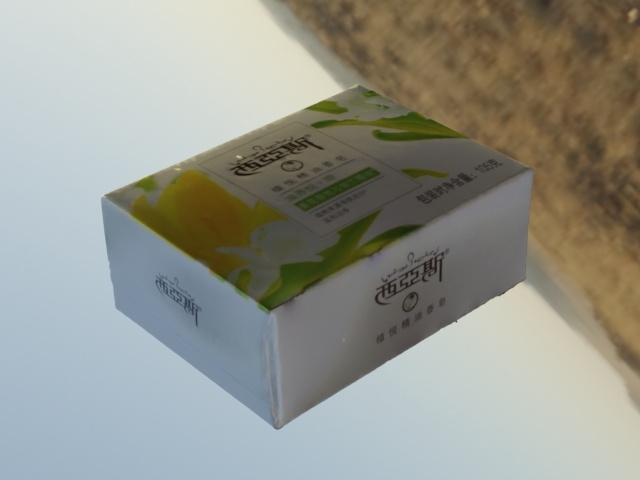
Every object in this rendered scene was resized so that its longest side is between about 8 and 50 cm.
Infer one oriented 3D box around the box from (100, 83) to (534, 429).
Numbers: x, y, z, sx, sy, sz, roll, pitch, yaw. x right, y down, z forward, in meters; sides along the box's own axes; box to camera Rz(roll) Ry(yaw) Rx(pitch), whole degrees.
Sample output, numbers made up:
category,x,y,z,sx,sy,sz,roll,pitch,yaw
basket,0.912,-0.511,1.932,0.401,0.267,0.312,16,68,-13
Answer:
category,x,y,z,sx,sy,sz,roll,pitch,yaw
box,0.000,0.000,0.941,0.194,0.260,0.111,30,137,38
